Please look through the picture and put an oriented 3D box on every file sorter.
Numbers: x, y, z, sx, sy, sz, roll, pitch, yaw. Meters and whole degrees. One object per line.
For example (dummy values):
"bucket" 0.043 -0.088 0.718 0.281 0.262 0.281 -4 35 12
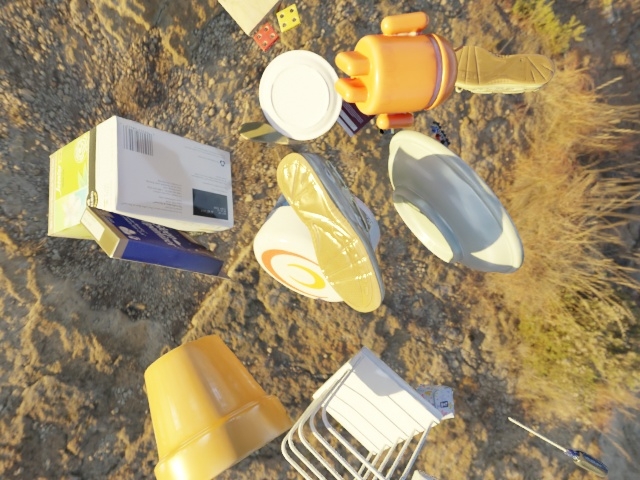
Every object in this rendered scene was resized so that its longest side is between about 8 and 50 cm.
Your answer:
"file sorter" 0.062 0.385 0.850 0.193 0.278 0.173 41 49 10

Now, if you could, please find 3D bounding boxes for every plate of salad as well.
"plate of salad" -0.046 -0.339 0.999 0.199 0.048 0.200 5 115 10

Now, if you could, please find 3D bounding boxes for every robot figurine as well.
"robot figurine" 0.136 -0.281 0.723 0.219 0.128 0.158 -9 88 -14

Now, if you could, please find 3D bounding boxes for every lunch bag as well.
"lunch bag" 0.278 0.388 1.025 0.053 0.083 0.071 -2 88 -63

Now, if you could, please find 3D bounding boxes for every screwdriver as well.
"screwdriver" 0.364 0.319 0.656 0.169 0.024 0.025 25 76 0

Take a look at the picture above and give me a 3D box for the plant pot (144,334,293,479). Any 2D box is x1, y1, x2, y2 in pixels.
"plant pot" -0.177 0.263 0.668 0.205 0.205 0.188 -27 71 -18

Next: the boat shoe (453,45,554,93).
"boat shoe" 0.421 -0.412 1.065 0.285 0.089 0.105 12 85 10

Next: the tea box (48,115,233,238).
"tea box" -0.454 -0.124 1.090 0.329 0.323 0.220 9 73 -54

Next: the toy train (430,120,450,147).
"toy train" 0.414 -0.365 1.472 0.036 0.027 0.158 -56 142 2

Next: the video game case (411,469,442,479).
"video game case" 0.236 0.540 0.593 0.328 0.036 0.300 23 78 3

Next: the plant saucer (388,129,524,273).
"plant saucer" 0.266 -0.059 0.959 0.100 0.400 0.400 -39 109 -2

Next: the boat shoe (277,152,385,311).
"boat shoe" 0.022 -0.014 0.422 0.059 0.063 0.170 -27 91 -50

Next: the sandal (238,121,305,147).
"sandal" -0.162 -0.348 1.472 0.239 0.079 0.088 6 61 8

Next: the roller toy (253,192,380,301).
"roller toy" 0.000 0.000 0.725 0.209 0.191 0.146 21 62 10

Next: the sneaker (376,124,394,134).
"sneaker" 0.181 -0.328 1.239 0.035 0.083 0.031 -20 118 -14

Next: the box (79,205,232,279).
"box" -0.258 0.008 0.705 0.225 0.136 0.037 22 96 -51

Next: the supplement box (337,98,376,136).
"supplement box" 0.141 -0.440 1.267 0.239 0.073 0.130 -39 103 17

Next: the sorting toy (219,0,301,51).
"sorting toy" -0.141 -0.546 0.973 0.132 0.046 0.275 -42 72 14
